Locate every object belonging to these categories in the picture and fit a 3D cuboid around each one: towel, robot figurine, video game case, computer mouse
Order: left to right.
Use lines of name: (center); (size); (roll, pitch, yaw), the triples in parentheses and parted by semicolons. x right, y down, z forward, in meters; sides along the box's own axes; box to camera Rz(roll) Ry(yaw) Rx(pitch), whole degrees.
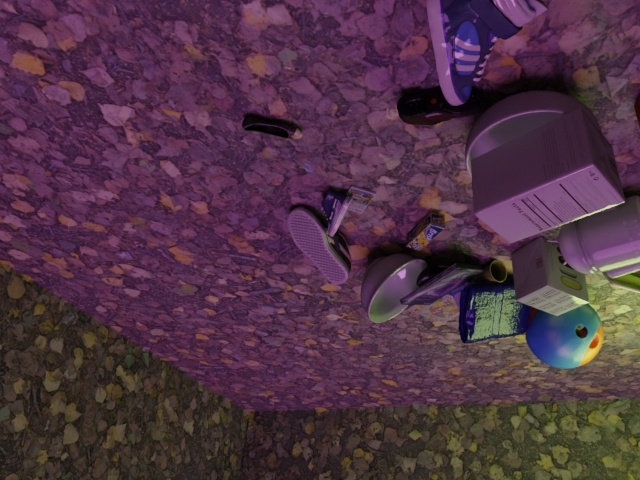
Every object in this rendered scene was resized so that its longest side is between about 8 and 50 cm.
video game case: (0.119, -0.134, 1.903); (0.087, 0.011, 0.122); (15, 147, -13)
computer mouse: (0.444, 0.139, 2.194); (0.261, 0.060, 0.184); (-7, 152, -28)
video game case: (0.514, 0.279, 2.472); (0.206, 0.026, 0.227); (20, 146, -20)
video game case: (0.452, 0.167, 2.154); (0.196, 0.026, 0.274); (7, 144, -46)
towel: (0.661, 0.263, 2.202); (0.308, 0.228, 0.076); (-3, -166, -24)
robot figurine: (0.895, -0.013, 1.782); (0.353, 0.200, 0.300); (-22, 110, 37)

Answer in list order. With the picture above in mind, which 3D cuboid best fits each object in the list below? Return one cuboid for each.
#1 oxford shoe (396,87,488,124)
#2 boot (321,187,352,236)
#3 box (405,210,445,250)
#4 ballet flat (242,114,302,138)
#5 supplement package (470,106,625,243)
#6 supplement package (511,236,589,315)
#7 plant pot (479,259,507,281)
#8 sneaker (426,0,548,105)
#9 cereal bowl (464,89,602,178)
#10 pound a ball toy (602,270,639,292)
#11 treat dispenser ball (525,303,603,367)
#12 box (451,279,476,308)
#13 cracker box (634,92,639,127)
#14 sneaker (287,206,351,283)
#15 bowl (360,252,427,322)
oxford shoe: (0.314, -0.343, 1.495); (0.227, 0.083, 0.096); (-1, 165, 12)
boot: (0.039, -0.096, 1.923); (0.086, 0.069, 0.190); (28, 137, 4)
box: (0.359, -0.031, 1.984); (0.059, 0.054, 0.169); (17, 147, -15)
ballet flat: (-0.137, -0.310, 1.634); (0.173, 0.049, 0.057); (11, 148, -7)
supplement package: (0.536, -0.146, 1.395); (0.292, 0.178, 0.175); (-25, 137, 39)
supplement package: (0.801, 0.129, 2.027); (0.203, 0.194, 0.149); (20, 146, -22)
plant pot: (0.638, 0.122, 2.164); (0.083, 0.083, 0.079); (21, 156, -22)
sneaker: (0.374, -0.439, 1.265); (0.236, 0.130, 0.323); (-3, 141, 22)
cereal bowl: (0.544, -0.263, 1.504); (0.338, 0.141, 0.339); (4, 148, 3)
pound a ball toy: (1.153, 0.074, 1.974); (0.319, 0.136, 0.208); (14, 122, -12)
treat dispenser ball: (0.950, 0.355, 2.271); (0.287, 0.288, 0.288); (4, 148, 3)
box: (0.592, 0.241, 2.300); (0.042, 0.178, 0.109); (-16, 166, -41)
cracker box: (0.897, -0.292, 1.385); (0.232, 0.156, 0.067); (0, 147, 8)
sneaker: (0.000, 0.000, 2.049); (0.126, 0.127, 0.321); (-22, 114, 28)
bowl: (0.250, 0.152, 2.163); (0.297, 0.134, 0.298); (-30, 144, -25)
